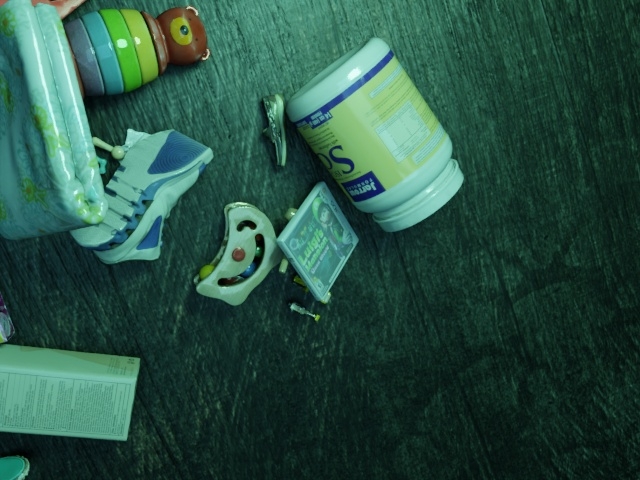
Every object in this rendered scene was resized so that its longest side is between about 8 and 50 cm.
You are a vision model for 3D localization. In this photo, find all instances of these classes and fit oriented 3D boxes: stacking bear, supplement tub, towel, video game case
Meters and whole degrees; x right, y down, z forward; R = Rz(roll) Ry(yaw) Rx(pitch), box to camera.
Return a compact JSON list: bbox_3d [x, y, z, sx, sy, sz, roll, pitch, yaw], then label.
[{"bbox_3d":[-0.354,-0.364,1.168,0.289,0.164,0.175,-19,97,-19],"label":"stacking bear"},{"bbox_3d":[0.114,-0.207,1.254,0.241,0.241,0.331,-39,106,-3],"label":"supplement tub"},{"bbox_3d":[-0.515,-0.192,1.078,0.090,0.320,0.374,-19,99,-45],"label":"towel"},{"bbox_3d":[0.000,0.000,1.308,0.173,0.022,0.190,57,48,-29],"label":"video game case"}]

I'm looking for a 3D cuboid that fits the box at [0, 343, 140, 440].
[{"bbox_3d":[-0.542,0.310,1.275,0.311,0.121,0.148,11,98,-14],"label":"box"}]

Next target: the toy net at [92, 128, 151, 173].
[{"bbox_3d":[-0.436,-0.151,1.247,0.232,0.045,0.122,-15,103,-9],"label":"toy net"}]

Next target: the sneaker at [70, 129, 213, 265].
[{"bbox_3d":[-0.352,-0.067,1.243,0.127,0.182,0.315,31,62,15],"label":"sneaker"}]

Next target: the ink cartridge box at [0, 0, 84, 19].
[{"bbox_3d":[-0.524,-0.539,1.111,0.296,0.066,0.261,-47,106,-14],"label":"ink cartridge box"}]

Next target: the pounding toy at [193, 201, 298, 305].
[{"bbox_3d":[-0.154,0.014,1.284,0.154,0.155,0.269,43,88,-19],"label":"pounding toy"}]

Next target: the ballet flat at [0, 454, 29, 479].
[{"bbox_3d":[-0.721,0.523,1.312,0.241,0.091,0.077,-18,134,-4],"label":"ballet flat"}]

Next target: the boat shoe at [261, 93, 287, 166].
[{"bbox_3d":[-0.097,-0.229,1.304,0.049,0.056,0.152,-5,92,-6],"label":"boat shoe"}]

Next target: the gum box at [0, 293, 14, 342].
[{"bbox_3d":[-0.701,0.121,1.234,0.107,0.062,0.188,-16,104,-9],"label":"gum box"}]

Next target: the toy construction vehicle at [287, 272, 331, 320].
[{"bbox_3d":[-0.032,0.128,1.400,0.098,0.035,0.086,25,84,-18],"label":"toy construction vehicle"}]
